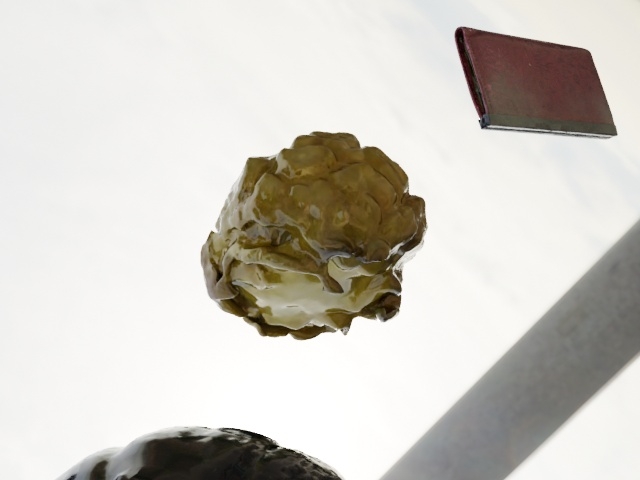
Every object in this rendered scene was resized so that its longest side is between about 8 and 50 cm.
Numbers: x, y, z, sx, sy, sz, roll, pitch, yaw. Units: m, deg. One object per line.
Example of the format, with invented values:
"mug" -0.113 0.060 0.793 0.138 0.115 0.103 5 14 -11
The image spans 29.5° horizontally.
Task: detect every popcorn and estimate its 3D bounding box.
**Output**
"popcorn" 0.000 0.000 1.234 0.250 0.250 0.190 15 -122 -54

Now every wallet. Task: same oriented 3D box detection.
"wallet" 0.243 -0.174 1.357 0.232 0.025 0.119 0 -110 -43

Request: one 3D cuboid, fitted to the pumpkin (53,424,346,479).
"pumpkin" -0.057 0.222 0.637 0.250 0.250 0.216 53 -177 30
